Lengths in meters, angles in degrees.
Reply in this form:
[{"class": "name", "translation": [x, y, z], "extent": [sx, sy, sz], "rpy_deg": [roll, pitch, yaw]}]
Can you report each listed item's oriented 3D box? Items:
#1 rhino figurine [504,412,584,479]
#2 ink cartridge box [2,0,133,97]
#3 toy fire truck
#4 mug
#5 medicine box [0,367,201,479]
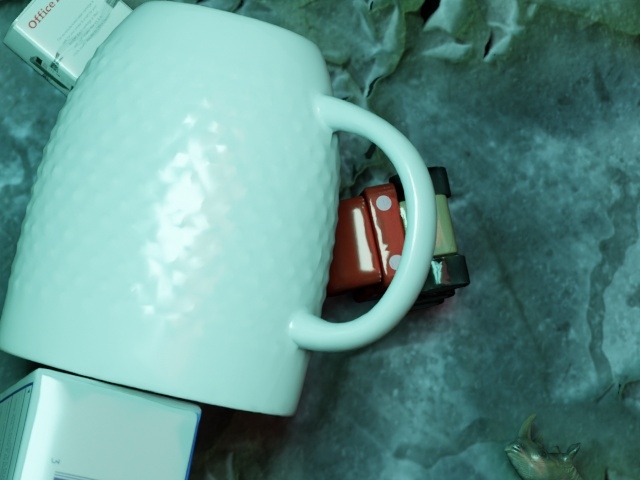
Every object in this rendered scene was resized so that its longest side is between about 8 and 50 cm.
[{"class": "rhino figurine", "translation": [0.243, 0.300, 1.892], "extent": [0.106, 0.073, 0.243], "rpy_deg": [-8, 81, -18]}, {"class": "ink cartridge box", "translation": [-0.232, -0.196, 1.818], "extent": [0.135, 0.056, 0.099], "rpy_deg": [41, 67, -9]}, {"class": "toy fire truck", "translation": [0.000, 0.000, 1.795], "extent": [0.246, 0.217, 0.158], "rpy_deg": [-11, 83, -8]}, {"class": "mug", "translation": [-0.075, -0.024, 1.605], "extent": [0.374, 0.276, 0.328], "rpy_deg": [12, 88, 24]}, {"class": "medicine box", "translation": [-0.232, 0.270, 1.596], "extent": [0.149, 0.289, 0.263], "rpy_deg": [14, 75, -16]}]
